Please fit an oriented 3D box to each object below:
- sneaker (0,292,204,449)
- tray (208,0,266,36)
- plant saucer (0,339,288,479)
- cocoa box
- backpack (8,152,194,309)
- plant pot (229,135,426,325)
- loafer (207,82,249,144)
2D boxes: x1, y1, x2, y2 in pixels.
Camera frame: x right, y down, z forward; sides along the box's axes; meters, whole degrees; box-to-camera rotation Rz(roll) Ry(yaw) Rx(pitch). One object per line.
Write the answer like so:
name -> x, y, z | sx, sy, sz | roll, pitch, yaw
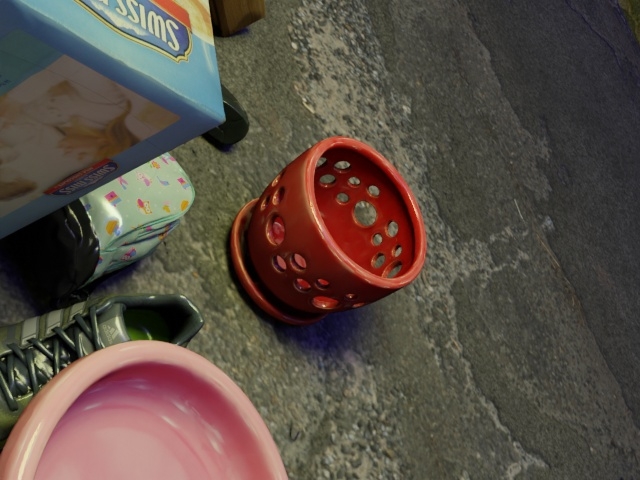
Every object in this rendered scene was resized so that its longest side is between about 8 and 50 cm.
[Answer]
sneaker -> -0.229, 0.100, 0.836 | 0.300, 0.121, 0.111 | -21, 80, -52
tray -> -0.148, -0.401, 1.105 | 0.203, 0.076, 0.411 | 61, -3, 4
plant saucer -> -0.142, 0.250, 0.764 | 0.332, 0.084, 0.332 | 35, 46, -46
cocoa box -> -0.285, -0.154, 0.739 | 0.231, 0.347, 0.228 | 26, 47, -54
backpack -> -0.216, -0.029, 0.947 | 0.182, 0.115, 0.152 | -22, 79, -54
plant pot -> 0.000, 0.000, 1.110 | 0.191, 0.174, 0.191 | 28, 46, -33
loafer -> -0.158, -0.190, 1.174 | 0.170, 0.062, 0.061 | 46, 17, -20
